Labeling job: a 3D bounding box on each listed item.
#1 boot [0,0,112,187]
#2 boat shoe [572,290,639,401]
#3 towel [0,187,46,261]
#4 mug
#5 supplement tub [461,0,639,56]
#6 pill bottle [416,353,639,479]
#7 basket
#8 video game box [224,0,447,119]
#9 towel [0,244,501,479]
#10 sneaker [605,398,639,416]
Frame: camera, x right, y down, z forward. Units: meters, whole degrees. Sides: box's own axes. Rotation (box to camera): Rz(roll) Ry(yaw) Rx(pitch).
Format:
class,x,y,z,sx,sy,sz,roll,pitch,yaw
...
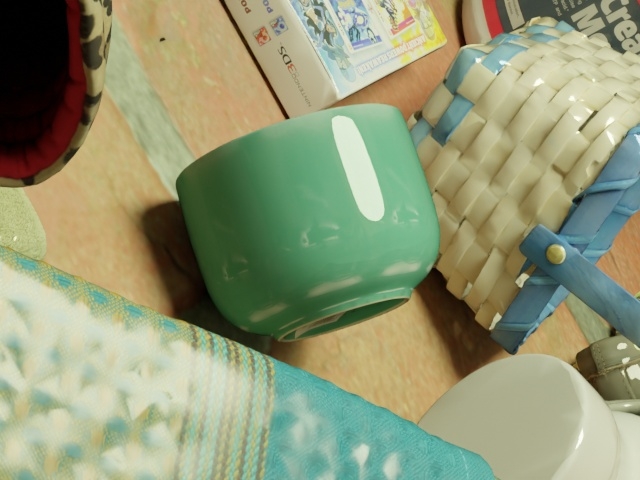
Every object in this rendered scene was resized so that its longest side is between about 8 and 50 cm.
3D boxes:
class,x,y,z,sx,sy,sz,roll,pitch,yaw
boot,-0.163,-0.232,0.631,0.284,0.138,0.377,-92,172,-46
boat shoe,0.286,0.080,1.229,0.305,0.109,0.091,-27,94,-57
towel,-0.181,-0.048,0.679,0.110,0.027,0.148,-9,73,-58
mug,0.005,-0.003,0.831,0.157,0.129,0.097,0,69,-58
supplement tub,0.270,-0.192,1.260,0.191,0.272,0.191,37,38,-36
pill bottle,0.174,0.200,0.898,0.278,0.162,0.162,46,33,-27
basket,0.203,-0.014,1.048,0.289,0.201,0.255,35,26,16
video game box,-0.006,-0.189,1.052,0.187,0.048,0.205,59,30,-2
towel,-0.086,0.144,0.534,0.370,0.040,0.271,26,58,-28
sneaker,0.275,0.155,0.998,0.121,0.262,0.099,68,28,-74
